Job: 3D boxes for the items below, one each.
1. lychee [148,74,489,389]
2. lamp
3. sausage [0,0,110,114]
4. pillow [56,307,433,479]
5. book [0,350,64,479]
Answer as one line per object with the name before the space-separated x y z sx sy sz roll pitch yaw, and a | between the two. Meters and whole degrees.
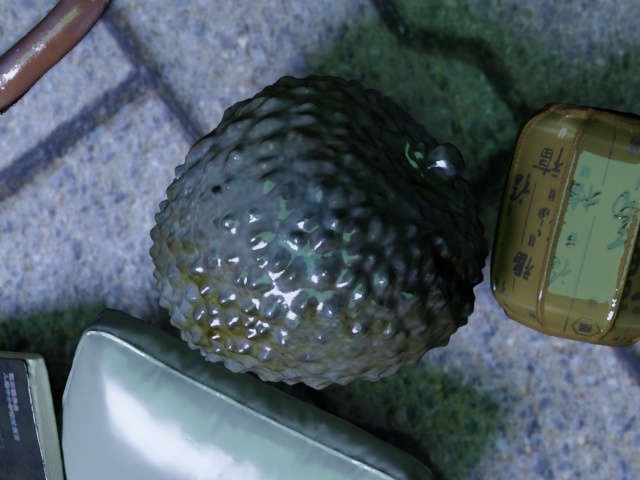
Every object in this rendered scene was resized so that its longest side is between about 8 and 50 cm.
lychee | 0.000 0.000 1.109 0.274 0.255 0.255 -40 91 25
lamp | 0.218 -0.014 1.121 0.161 0.161 0.185 10 98 7
sausage | -0.243 -0.176 1.223 0.177 0.040 0.047 -42 46 12
pillow | -0.087 0.220 1.200 0.322 0.120 0.255 28 124 5
book | -0.314 0.174 1.239 0.228 0.024 0.160 -1 100 39
